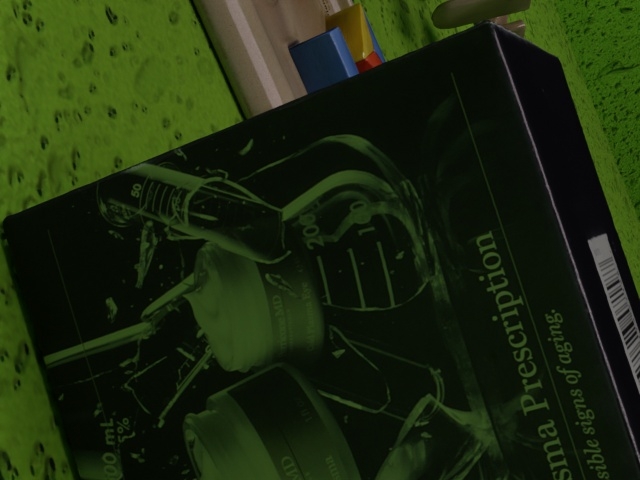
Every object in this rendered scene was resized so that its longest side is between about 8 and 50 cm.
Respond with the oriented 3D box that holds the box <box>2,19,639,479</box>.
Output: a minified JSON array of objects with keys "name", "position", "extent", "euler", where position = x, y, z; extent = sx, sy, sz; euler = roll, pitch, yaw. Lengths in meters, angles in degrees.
[{"name":"box","position":[0.031,0.096,0.661],"extent":[0.179,0.312,0.343],"euler":[-9,80,-67]}]

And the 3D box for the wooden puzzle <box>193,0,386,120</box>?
[{"name":"wooden puzzle","position":[-0.012,-0.233,1.139],"extent":[0.322,0.080,0.348],"euler":[66,22,-11]}]

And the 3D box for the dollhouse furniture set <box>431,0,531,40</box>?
[{"name":"dollhouse furniture set","position":[0.134,-0.484,1.606],"extent":[0.394,0.256,0.362],"euler":[71,7,-75]}]
